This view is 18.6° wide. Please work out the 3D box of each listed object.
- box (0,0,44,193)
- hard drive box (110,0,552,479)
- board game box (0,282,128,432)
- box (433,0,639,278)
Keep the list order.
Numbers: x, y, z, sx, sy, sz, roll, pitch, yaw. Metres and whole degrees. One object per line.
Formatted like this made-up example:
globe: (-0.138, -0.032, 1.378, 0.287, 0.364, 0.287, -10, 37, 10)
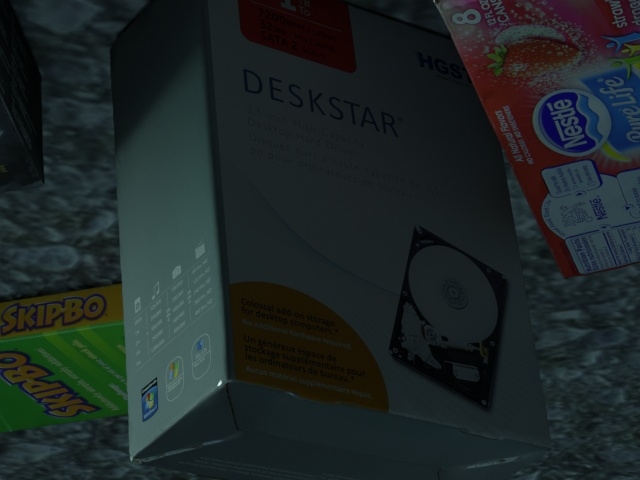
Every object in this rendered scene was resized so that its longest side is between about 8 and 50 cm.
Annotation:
box: (-0.275, -0.113, 0.852, 0.243, 0.076, 0.307, -9, 149, 4)
hard drive box: (0.000, 0.000, 0.939, 0.181, 0.232, 0.089, 14, 143, -31)
board game box: (-0.110, 0.068, 1.226, 0.259, 0.039, 0.124, -11, 148, 3)
box: (0.137, -0.101, 0.900, 0.128, 0.122, 0.257, -15, 148, 13)
